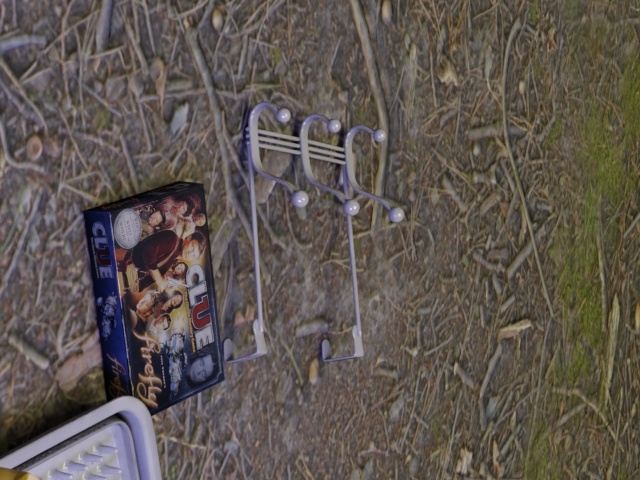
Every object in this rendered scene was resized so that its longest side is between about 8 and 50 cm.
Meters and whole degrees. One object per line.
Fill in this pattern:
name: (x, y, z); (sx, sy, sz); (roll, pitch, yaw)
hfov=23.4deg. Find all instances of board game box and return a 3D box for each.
board game box: (-0.186, 0.067, 1.769); (0.165, 0.042, 0.243); (-23, 111, -52)

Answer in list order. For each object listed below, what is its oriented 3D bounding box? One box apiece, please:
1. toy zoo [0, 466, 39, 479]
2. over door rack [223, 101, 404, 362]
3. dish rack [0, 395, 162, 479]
toy zoo: (-0.354, 0.276, 1.330); (0.030, 0.293, 0.192); (52, 51, -43)
over door rack: (0.000, 0.000, 1.974); (0.239, 0.108, 0.324); (8, 87, -54)
dish rack: (-0.291, 0.335, 1.620); (0.333, 0.072, 0.286); (-26, 113, -51)
